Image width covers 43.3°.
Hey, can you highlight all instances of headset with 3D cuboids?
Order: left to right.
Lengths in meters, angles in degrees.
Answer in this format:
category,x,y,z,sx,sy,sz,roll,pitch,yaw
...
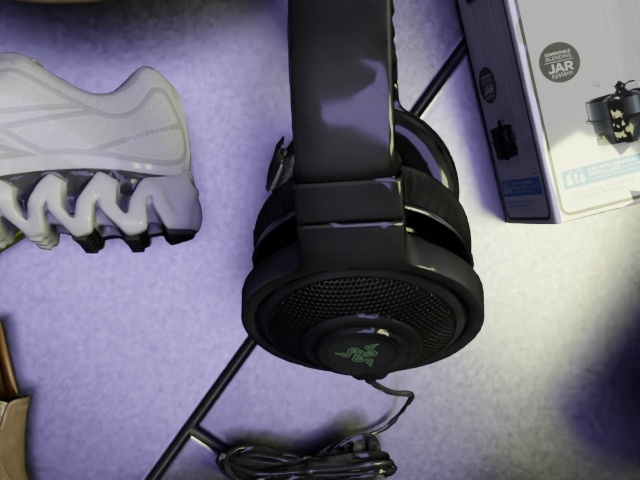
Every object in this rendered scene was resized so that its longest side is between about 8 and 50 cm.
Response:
category,x,y,z,sx,sy,sz,roll,pitch,yaw
headset,0.000,0.000,0.504,0.185,0.243,0.393,-3,116,6

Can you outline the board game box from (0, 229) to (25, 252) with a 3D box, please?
category,x,y,z,sx,sy,sz,roll,pitch,yaw
board game box,-0.279,-0.009,0.545,0.181,0.043,0.092,-33,96,-6

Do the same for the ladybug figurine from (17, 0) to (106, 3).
category,x,y,z,sx,sy,sz,roll,pitch,yaw
ladybug figurine,-0.107,-0.309,0.501,0.450,0.162,0.305,-31,95,-6

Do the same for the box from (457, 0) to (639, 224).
category,x,y,z,sx,sy,sz,roll,pitch,yaw
box,0.195,-0.169,0.586,0.169,0.087,0.289,-13,93,-8

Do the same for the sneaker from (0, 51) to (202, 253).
category,x,y,z,sx,sy,sz,roll,pitch,yaw
sneaker,-0.220,-0.051,0.485,0.292,0.110,0.118,-1,84,-16

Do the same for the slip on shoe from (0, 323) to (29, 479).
category,x,y,z,sx,sy,sz,roll,pitch,yaw
slip on shoe,-0.221,0.119,0.556,0.041,0.051,0.135,-19,86,-5
